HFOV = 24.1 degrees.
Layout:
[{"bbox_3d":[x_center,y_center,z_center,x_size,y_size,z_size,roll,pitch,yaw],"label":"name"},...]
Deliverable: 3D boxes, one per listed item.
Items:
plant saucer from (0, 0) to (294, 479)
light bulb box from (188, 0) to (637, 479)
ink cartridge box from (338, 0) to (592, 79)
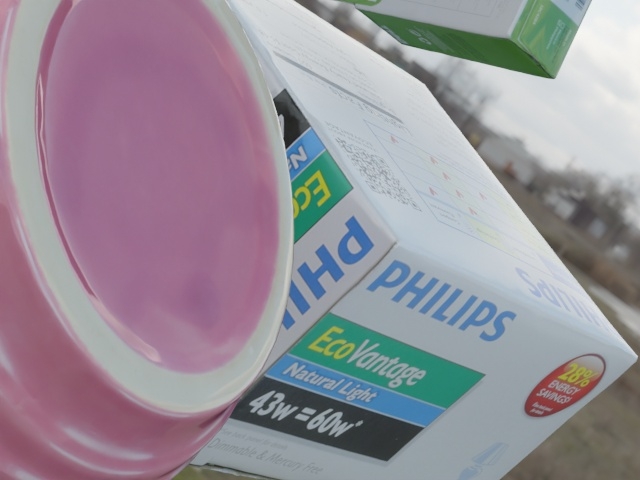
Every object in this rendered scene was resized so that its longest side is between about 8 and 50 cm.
[{"bbox_3d":[-0.109,-0.032,0.761,0.084,0.332,0.332,-11,-22,27],"label":"plant saucer"},{"bbox_3d":[0.000,0.000,1.188,0.358,0.225,0.361,24,27,-49],"label":"light bulb box"},{"bbox_3d":[0.096,-0.191,1.064,0.209,0.109,0.062,21,-8,46],"label":"ink cartridge box"}]
